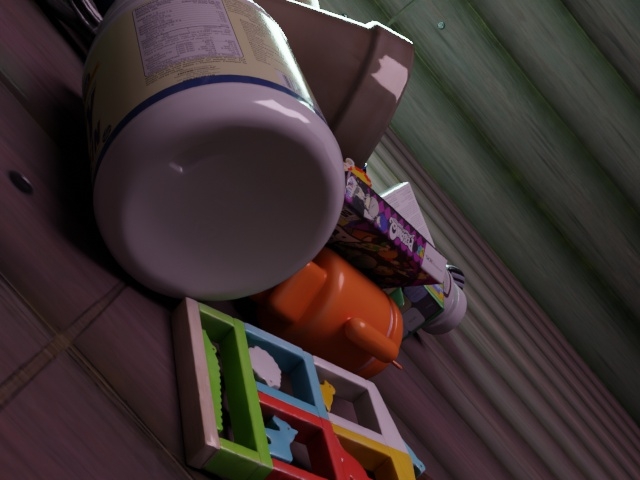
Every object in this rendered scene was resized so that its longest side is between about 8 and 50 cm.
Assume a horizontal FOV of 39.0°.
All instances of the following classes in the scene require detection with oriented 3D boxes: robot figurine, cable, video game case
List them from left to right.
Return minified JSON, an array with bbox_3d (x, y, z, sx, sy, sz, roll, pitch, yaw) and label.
[{"bbox_3d":[-0.253,-0.252,1.147,0.287,0.139,0.072,38,47,11],"label":"cable"},{"bbox_3d":[0.000,0.000,1.085,0.210,0.232,0.042,39,55,-42],"label":"video game case"},{"bbox_3d":[0.011,0.087,1.062,0.219,0.158,0.128,38,46,-40],"label":"robot figurine"}]

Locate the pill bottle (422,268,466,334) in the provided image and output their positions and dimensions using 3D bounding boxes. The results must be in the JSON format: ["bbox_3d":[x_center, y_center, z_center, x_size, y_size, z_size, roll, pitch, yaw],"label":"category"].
[{"bbox_3d":[0.155,0.072,1.554,0.221,0.121,0.121,40,18,-41],"label":"pill bottle"}]

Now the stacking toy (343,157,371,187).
[{"bbox_3d":[-0.062,-0.097,1.178,0.221,0.167,0.052,46,38,0],"label":"stacking toy"}]

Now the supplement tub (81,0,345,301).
[{"bbox_3d":[-0.123,-0.121,0.937,0.235,0.235,0.325,40,18,-38],"label":"supplement tub"}]

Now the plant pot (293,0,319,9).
[{"bbox_3d":[-0.106,-0.486,1.976,0.256,0.256,0.274,-111,175,-50],"label":"plant pot"}]

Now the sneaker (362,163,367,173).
[{"bbox_3d":[0.045,-0.186,1.627,0.127,0.315,0.182,-37,103,-35],"label":"sneaker"}]

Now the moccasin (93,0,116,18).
[{"bbox_3d":[-0.293,-0.404,1.252,0.138,0.117,0.342,30,46,-58],"label":"moccasin"}]

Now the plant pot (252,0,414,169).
[{"bbox_3d":[-0.071,-0.217,1.302,0.280,0.323,0.323,29,20,-14],"label":"plant pot"}]

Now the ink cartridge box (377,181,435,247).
[{"bbox_3d":[0.147,0.020,1.705,0.181,0.056,0.224,-30,101,-50],"label":"ink cartridge box"}]

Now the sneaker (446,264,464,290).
[{"bbox_3d":[0.184,0.063,1.828,0.224,0.083,0.098,27,-14,-32],"label":"sneaker"}]

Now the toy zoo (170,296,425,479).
[{"bbox_3d":[-0.007,0.177,0.862,0.293,0.030,0.192,29,24,-29],"label":"toy zoo"}]

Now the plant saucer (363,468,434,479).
[{"bbox_3d":[0.124,0.343,0.936,0.310,0.050,0.310,48,14,-16],"label":"plant saucer"}]

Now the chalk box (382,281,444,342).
[{"bbox_3d":[0.094,0.076,1.338,0.132,0.132,0.213,51,13,-4],"label":"chalk box"}]
